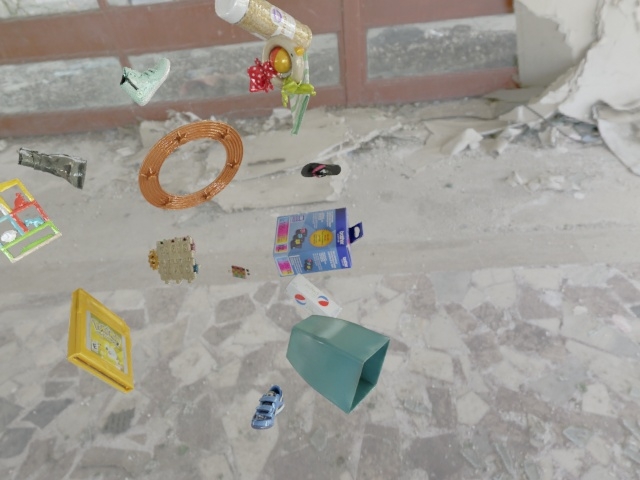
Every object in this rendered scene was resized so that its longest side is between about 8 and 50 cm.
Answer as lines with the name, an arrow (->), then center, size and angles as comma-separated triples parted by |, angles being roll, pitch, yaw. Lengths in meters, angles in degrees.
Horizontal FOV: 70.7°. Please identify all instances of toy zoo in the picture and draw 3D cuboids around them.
toy zoo -> -1.114, -0.089, 1.623 | 0.192, 0.293, 0.030 | -36, 24, -20

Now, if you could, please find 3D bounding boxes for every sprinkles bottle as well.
sprinkles bottle -> -0.187, -0.756, 1.559 | 0.121, 0.121, 0.356 | 29, 15, 38

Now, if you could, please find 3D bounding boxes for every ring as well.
ring -> -0.371, -0.209, 1.340 | 0.337, 0.336, 0.032 | -27, 63, -24

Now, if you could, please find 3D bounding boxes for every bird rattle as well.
bird rattle -> -0.124, -0.551, 1.446 | 0.143, 0.206, 0.253 | -24, 53, -36

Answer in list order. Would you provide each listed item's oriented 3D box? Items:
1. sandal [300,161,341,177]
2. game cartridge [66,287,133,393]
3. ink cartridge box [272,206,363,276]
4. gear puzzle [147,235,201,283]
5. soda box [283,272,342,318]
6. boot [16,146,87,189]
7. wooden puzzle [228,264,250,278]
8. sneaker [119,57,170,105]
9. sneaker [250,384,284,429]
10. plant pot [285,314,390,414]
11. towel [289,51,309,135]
sandal -> 0.005, -0.300, 1.944 | 0.180, 0.067, 0.040 | -4, 37, -11
game cartridge -> -0.785, 0.358, 1.626 | 0.053, 0.285, 0.323 | -30, 43, 0
ink cartridge box -> 0.000, 0.000, 2.049 | 0.396, 0.151, 0.269 | -7, 44, 7
gear puzzle -> -0.569, 0.078, 1.737 | 0.339, 0.175, 0.044 | -6, 2, 41
soda box -> -0.031, 0.227, 1.708 | 0.216, 0.073, 0.069 | 40, 45, 6
boot -> -0.741, -0.202, 1.238 | 0.161, 0.083, 0.247 | 8, 10, -36
wooden puzzle -> -0.276, 0.108, 1.530 | 0.084, 0.049, 0.006 | 11, 40, 12
sneaker -> -0.789, -0.750, 2.020 | 0.094, 0.151, 0.255 | 16, 73, 41
sneaker -> -0.124, 0.388, 1.049 | 0.053, 0.059, 0.144 | 3, 8, 11
plant pot -> 0.035, 0.310, 1.224 | 0.235, 0.165, 0.166 | 23, 22, 27
towel -> -0.093, -0.639, 1.909 | 0.038, 0.247, 0.324 | 6, 59, -15
